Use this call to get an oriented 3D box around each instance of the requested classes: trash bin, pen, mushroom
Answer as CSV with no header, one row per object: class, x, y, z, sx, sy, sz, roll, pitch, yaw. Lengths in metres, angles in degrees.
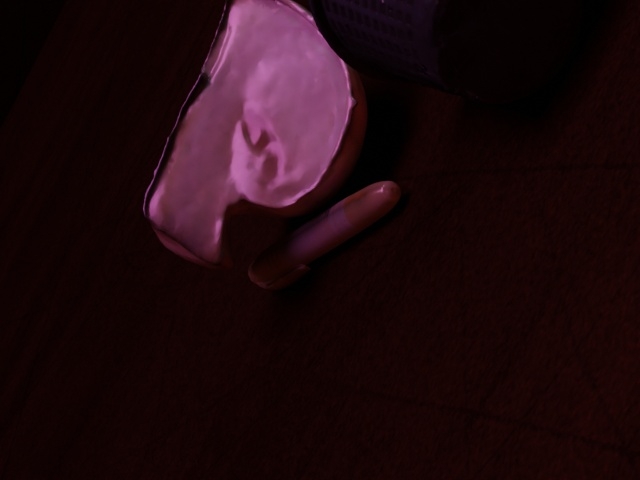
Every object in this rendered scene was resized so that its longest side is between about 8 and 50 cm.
trash bin,0.096,-0.175,1.229,0.175,0.175,0.161,-61,29,8
pen,0.000,0.000,1.436,0.233,0.032,0.040,-31,60,57
mushroom,-0.024,-0.075,1.487,0.173,0.162,0.236,32,-102,-64
